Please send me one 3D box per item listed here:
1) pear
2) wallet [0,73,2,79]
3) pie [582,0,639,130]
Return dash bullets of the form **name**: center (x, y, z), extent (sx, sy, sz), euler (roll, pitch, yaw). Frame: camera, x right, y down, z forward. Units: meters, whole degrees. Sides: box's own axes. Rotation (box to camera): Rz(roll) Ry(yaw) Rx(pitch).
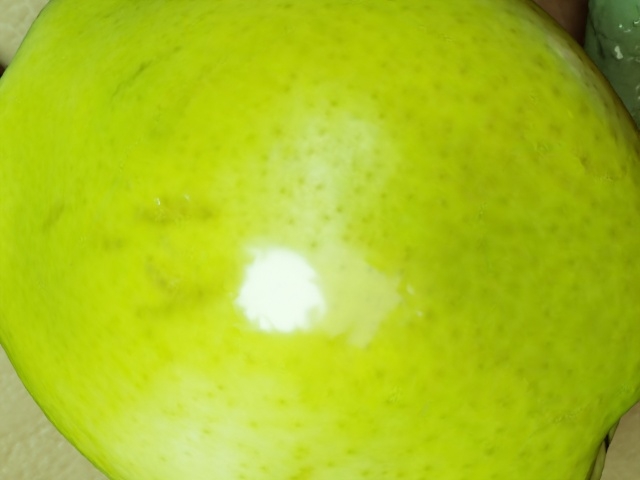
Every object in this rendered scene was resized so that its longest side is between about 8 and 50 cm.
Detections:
- **pear**: center (0.000, 0.000, 0.962), extent (0.418, 0.362, 0.362), euler (25, 100, 14)
- **wallet**: center (-0.338, -0.131, 1.035), extent (0.170, 0.044, 0.321), euler (-42, 103, 3)
- **pie**: center (0.312, -0.149, 1.083), extent (0.306, 0.071, 0.306), euler (0, 119, 1)
